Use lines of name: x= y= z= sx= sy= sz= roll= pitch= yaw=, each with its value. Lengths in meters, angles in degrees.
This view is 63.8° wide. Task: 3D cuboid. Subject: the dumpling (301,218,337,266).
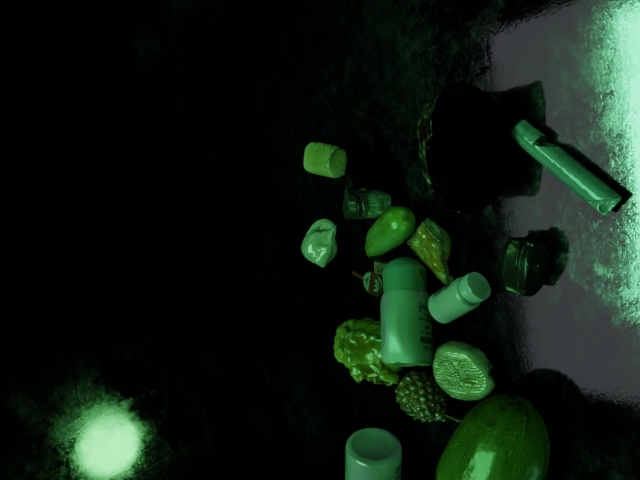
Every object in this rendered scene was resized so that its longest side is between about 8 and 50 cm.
dumpling: x=0.000 y=0.000 z=2.066 sx=0.179 sy=0.131 sz=0.252 roll=-71 pitch=23 yaw=10

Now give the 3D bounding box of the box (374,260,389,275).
box: x=0.238 y=0.104 z=1.847 sx=0.115 sy=0.025 sz=0.048 roll=13 pitch=113 yaw=50

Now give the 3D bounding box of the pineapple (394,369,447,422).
pineapple: x=0.352 y=0.542 z=1.741 sx=0.193 sy=0.166 sz=0.166 roll=41 pitch=131 yaw=38

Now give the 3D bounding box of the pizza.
pizza: x=0.371 y=0.030 z=1.615 sx=0.204 sy=0.080 sz=0.188 roll=54 pitch=161 yaw=21

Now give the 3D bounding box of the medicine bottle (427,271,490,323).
medicine bottle: x=0.421 y=0.175 z=1.569 sx=0.187 sy=0.102 sz=0.103 roll=-47 pitch=64 yaw=48

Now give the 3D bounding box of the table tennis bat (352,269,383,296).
table tennis bat: x=0.180 y=0.152 z=1.948 sx=0.154 sy=0.019 sz=0.098 roll=30 pitch=124 yaw=40

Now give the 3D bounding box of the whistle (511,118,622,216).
whistle: x=0.594 y=-0.184 z=1.261 sx=0.312 sy=0.062 sz=0.062 roll=53 pitch=137 yaw=28

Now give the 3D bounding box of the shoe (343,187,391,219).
shoe: x=0.167 y=-0.127 z=1.801 sx=0.293 sy=0.149 sz=0.109 roll=-128 pitch=36 yaw=-79

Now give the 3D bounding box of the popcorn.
popcorn: x=0.185 y=0.388 z=1.822 sx=0.286 sy=0.252 sz=0.215 roll=4 pitch=140 yaw=23

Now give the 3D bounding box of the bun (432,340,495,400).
bun: x=0.452 y=0.396 z=1.588 sx=0.193 sy=0.128 sz=0.179 roll=1 pitch=103 yaw=41

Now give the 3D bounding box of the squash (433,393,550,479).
squash: x=0.500 y=0.591 z=1.448 sx=0.310 sy=0.310 sz=0.309 roll=29 pitch=121 yaw=44

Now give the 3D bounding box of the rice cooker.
rice cooker: x=0.543 y=0.065 z=1.368 sx=0.106 sy=0.112 sz=0.165 roll=11 pitch=109 yaw=57

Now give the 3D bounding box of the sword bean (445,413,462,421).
sword bean: x=0.455 y=0.606 z=1.744 sx=0.083 sy=0.012 sz=0.012 roll=3 pitch=104 yaw=51

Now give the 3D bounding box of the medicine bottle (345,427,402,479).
medicine bottle: x=0.206 y=0.957 z=2.011 sx=0.219 sy=0.219 sz=0.389 roll=18 pitch=116 yaw=48

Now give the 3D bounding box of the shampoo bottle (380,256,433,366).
shampoo bottle: x=0.277 y=0.226 z=1.667 sx=0.151 sy=0.221 sz=0.350 roll=-13 pitch=67 yaw=35

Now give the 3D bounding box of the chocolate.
chocolate: x=0.373 y=-0.255 z=1.397 sx=0.210 sy=0.225 sz=0.340 roll=-105 pitch=6 yaw=-75

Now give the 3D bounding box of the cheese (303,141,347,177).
cheese: x=0.014 y=-0.304 z=1.945 sx=0.167 sy=0.093 sz=0.123 roll=23 pitch=120 yaw=47

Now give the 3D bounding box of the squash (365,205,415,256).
squash: x=0.221 y=-0.021 z=1.731 sx=0.370 sy=0.118 sz=0.118 roll=124 pitch=125 yaw=-71
